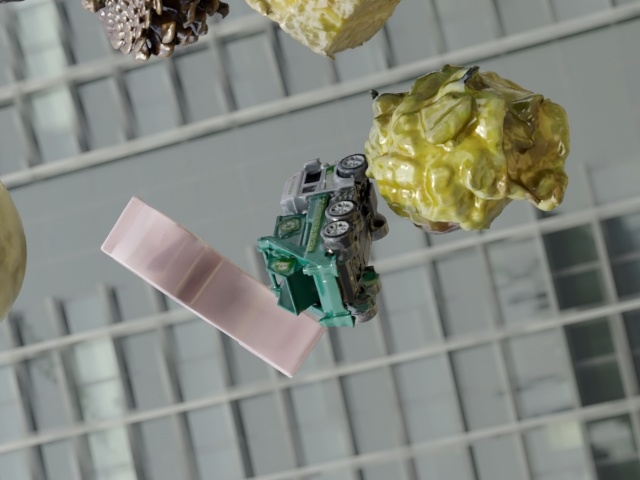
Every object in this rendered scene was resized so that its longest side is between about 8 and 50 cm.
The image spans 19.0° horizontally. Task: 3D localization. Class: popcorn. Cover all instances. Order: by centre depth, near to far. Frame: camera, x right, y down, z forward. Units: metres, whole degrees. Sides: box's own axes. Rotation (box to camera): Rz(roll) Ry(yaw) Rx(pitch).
[{"bbox_3d":[0.155,-0.103,2.008,0.218,0.189,0.169,-34,-67,-28],"label":"popcorn"}]

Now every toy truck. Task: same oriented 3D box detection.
[{"bbox_3d":[0.000,0.000,2.021,0.216,0.116,0.110,-79,-22,-55],"label":"toy truck"}]

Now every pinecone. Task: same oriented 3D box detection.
[{"bbox_3d":[-0.206,-0.328,2.441,0.212,0.168,0.185,-36,-47,-58],"label":"pinecone"}]

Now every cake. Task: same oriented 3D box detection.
[{"bbox_3d":[0.034,-0.400,2.275,0.222,0.286,0.227,40,-152,9],"label":"cake"}]

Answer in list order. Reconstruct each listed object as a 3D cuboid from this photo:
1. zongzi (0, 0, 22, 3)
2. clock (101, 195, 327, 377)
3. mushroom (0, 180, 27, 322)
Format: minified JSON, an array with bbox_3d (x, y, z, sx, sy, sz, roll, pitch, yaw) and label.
[{"bbox_3d":[-0.344,-0.248,1.885,0.067,0.083,0.073,60,-170,3],"label":"zongzi"},{"bbox_3d":[-0.132,0.057,2.327,0.290,0.080,0.275,33,176,3],"label":"clock"},{"bbox_3d":[-0.427,0.012,1.909,0.315,0.315,0.356,-78,-30,-55],"label":"mushroom"}]
